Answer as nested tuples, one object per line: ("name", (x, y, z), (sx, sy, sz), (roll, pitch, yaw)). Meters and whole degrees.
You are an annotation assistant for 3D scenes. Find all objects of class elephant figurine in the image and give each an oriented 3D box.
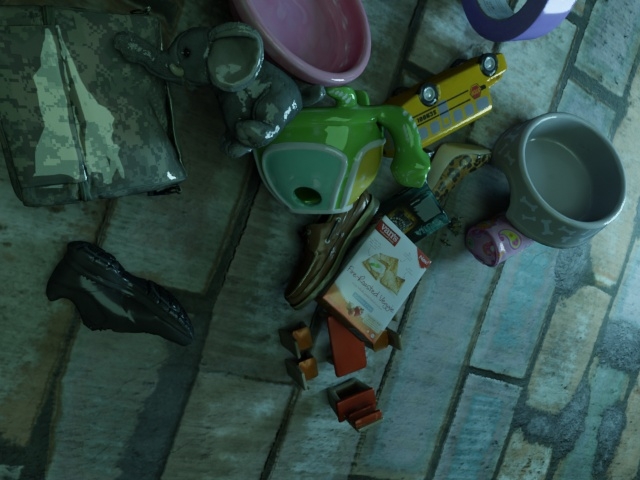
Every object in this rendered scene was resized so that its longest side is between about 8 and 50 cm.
("elephant figurine", (-0.147, -0.262, 0.791), (0.239, 0.169, 0.186), (57, 46, -26))

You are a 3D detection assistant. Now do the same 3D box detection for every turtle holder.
("turtle holder", (0.027, -0.174, 1.000), (0.320, 0.243, 0.228), (-4, 103, -10))

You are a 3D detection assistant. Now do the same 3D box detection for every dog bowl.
("dog bowl", (0.596, -0.160, 1.281), (0.348, 0.102, 0.349), (4, 72, -14))

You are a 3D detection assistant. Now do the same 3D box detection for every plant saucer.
("plant saucer", (-0.046, -0.429, 0.956), (0.332, 0.084, 0.333), (18, 62, -38))

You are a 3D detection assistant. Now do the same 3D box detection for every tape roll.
("tape roll", (0.424, -0.574, 1.108), (0.090, 0.274, 0.275), (-13, 105, -23))

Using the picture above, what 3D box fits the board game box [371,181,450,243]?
("board game box", (0.187, -0.043, 1.185), (0.186, 0.026, 0.126), (-32, 114, 12))

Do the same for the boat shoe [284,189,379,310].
("boat shoe", (0.000, 0.000, 1.114), (0.104, 0.110, 0.307), (40, 72, -21))

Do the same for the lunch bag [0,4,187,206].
("lunch bag", (-0.362, -0.209, 0.832), (0.255, 0.212, 0.305), (-10, 102, -17))

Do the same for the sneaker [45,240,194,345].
("sneaker", (-0.368, 0.123, 0.966), (0.286, 0.109, 0.130), (38, 89, -17))

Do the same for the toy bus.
("toy bus", (0.276, -0.314, 1.178), (0.332, 0.108, 0.130), (-29, 111, -18))

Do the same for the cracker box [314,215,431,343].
("cracker box", (0.114, 0.083, 1.118), (0.155, 0.067, 0.232), (43, 71, -14))

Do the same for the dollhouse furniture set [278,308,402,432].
("dollhouse furniture set", (0.068, 0.279, 1.171), (0.261, 0.135, 0.259), (-16, 106, -22))

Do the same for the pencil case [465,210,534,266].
("pencil case", (0.518, -0.032, 1.341), (0.284, 0.124, 0.124), (-24, 109, -21))

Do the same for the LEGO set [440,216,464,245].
("LEGO set", (0.334, -0.027, 1.311), (0.083, 0.023, 0.054), (-40, 112, 0))

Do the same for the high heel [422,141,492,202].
("high heel", (0.309, -0.138, 1.256), (0.261, 0.093, 0.186), (-11, 120, -31))
